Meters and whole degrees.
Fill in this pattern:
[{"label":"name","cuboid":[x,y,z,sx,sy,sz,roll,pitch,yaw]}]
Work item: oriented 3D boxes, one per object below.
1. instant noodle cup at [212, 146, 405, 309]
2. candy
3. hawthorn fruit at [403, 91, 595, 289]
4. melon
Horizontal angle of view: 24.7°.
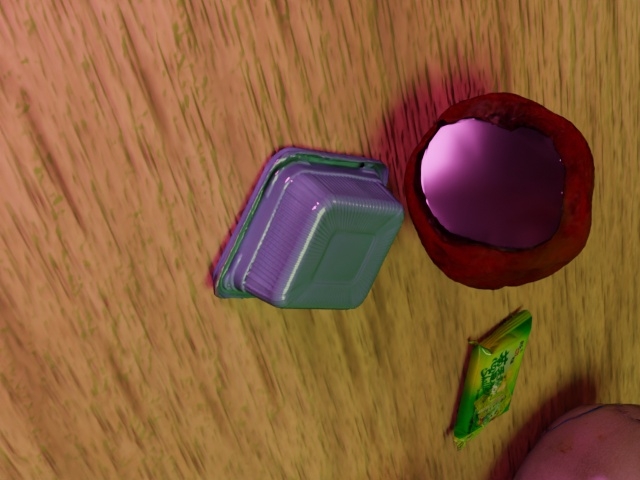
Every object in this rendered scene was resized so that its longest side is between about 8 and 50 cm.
[{"label":"instant noodle cup","cuboid":[0.000,0.000,1.347,0.179,0.070,0.157,5,117,-51]},{"label":"candy","cuboid":[0.212,0.173,1.802,0.102,0.032,0.178,-25,139,-34]},{"label":"hawthorn fruit","cuboid":[0.175,-0.030,1.421,0.189,0.189,0.251,-40,150,-16]},{"label":"melon","cuboid":[0.391,0.374,2.002,0.268,0.268,0.330,13,104,-54]}]
